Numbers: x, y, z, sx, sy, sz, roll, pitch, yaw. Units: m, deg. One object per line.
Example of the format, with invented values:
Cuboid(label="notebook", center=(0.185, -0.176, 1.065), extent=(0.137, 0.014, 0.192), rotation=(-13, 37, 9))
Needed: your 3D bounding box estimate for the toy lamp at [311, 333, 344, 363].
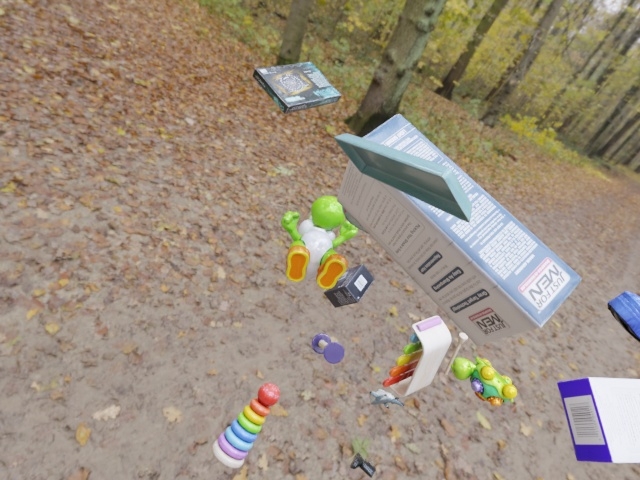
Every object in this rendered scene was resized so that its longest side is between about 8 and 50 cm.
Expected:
Cuboid(label="toy lamp", center=(0.020, 0.380, 1.440), extent=(0.080, 0.080, 0.275), rotation=(23, -9, -9))

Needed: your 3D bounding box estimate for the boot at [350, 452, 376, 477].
Cuboid(label="boot", center=(0.181, 0.957, 1.702), extent=(0.099, 0.045, 0.121), rotation=(40, 5, 16))

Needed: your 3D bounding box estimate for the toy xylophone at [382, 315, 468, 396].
Cuboid(label="toy xylophone", center=(0.343, 0.386, 1.318), extent=(0.237, 0.322, 0.081), rotation=(-4, 36, -34))

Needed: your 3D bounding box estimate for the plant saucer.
Cuboid(label="plant saucer", center=(0.082, -0.076, 0.435), extent=(0.067, 0.018, 0.192), rotation=(44, -2, -37))

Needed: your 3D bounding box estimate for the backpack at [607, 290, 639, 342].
Cuboid(label="backpack", center=(0.800, 0.184, 1.018), extent=(0.120, 0.101, 0.098), rotation=(45, 17, 4))

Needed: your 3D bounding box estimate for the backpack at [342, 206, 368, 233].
Cuboid(label="backpack", center=(0.136, -0.093, 0.961), extent=(0.166, 0.188, 0.144), rotation=(27, 63, 5))

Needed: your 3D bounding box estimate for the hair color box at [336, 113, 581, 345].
Cuboid(label="hair color box", center=(0.187, -0.011, 0.632), extent=(0.105, 0.174, 0.347), rotation=(-38, 76, -19))

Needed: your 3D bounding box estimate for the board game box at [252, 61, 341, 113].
Cuboid(label="board game box", center=(-0.051, -0.365, 0.958), extent=(0.186, 0.026, 0.126), rotation=(-29, 75, -41))

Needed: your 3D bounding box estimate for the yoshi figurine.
Cuboid(label="yoshi figurine", center=(0.001, -0.025, 1.190), extent=(0.203, 0.203, 0.362), rotation=(61, 14, -22))

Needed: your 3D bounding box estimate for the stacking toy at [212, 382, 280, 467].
Cuboid(label="stacking toy", center=(-0.278, 0.713, 1.597), extent=(0.141, 0.330, 0.141), rotation=(34, -6, 4))

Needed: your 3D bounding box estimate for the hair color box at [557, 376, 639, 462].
Cuboid(label="hair color box", center=(0.780, 0.444, 1.001), extent=(0.339, 0.110, 0.185), rotation=(7, 63, -14))

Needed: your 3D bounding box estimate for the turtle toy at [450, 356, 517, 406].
Cuboid(label="turtle toy", center=(0.324, 0.278, 0.805), extent=(0.130, 0.066, 0.095), rotation=(40, 8, 17))

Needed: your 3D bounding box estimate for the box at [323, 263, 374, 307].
Cuboid(label="box", center=(0.123, 0.198, 1.750), extent=(0.093, 0.158, 0.156), rotation=(51, 51, -11))

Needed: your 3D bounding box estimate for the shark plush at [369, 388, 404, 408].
Cuboid(label="shark plush", center=(0.283, 0.677, 1.711), extent=(0.162, 0.067, 0.073), rotation=(-2, -7, 29))
